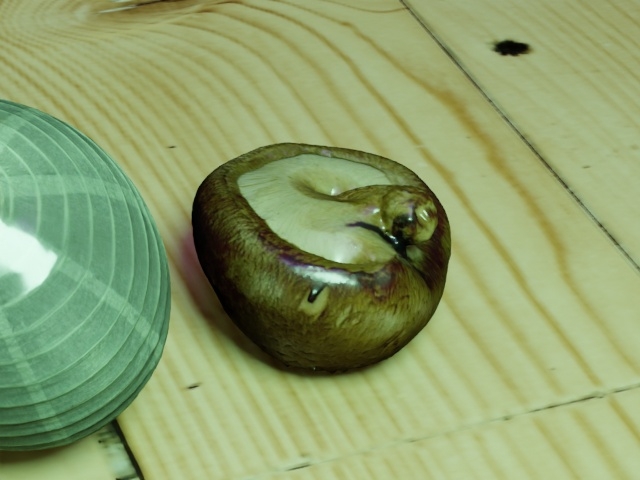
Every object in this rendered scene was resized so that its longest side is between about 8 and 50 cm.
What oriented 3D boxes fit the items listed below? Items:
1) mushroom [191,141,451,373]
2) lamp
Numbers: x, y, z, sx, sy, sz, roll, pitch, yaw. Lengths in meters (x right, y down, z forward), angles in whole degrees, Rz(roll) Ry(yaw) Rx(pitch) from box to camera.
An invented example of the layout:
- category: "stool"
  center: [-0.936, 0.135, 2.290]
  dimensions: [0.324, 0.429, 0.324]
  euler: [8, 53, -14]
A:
- category: "mushroom"
  center: [0.000, 0.014, 1.312]
  dimensions: [0.194, 0.138, 0.231]
  euler: [7, 23, 21]
- category: "lamp"
  center: [-0.224, 0.015, 1.165]
  dimensions: [0.233, 0.233, 0.265]
  euler: [-15, 61, -28]
